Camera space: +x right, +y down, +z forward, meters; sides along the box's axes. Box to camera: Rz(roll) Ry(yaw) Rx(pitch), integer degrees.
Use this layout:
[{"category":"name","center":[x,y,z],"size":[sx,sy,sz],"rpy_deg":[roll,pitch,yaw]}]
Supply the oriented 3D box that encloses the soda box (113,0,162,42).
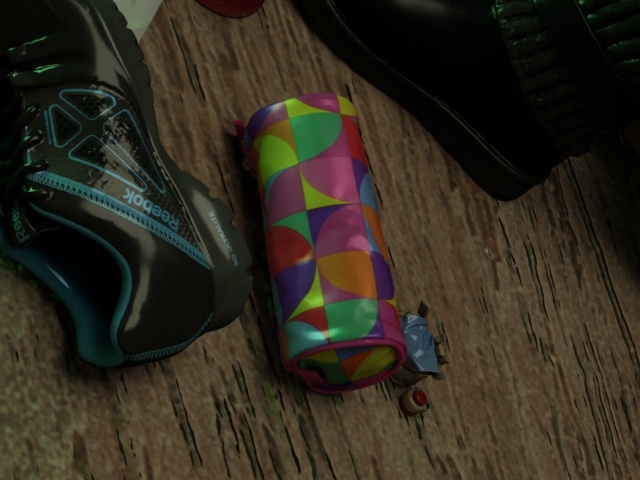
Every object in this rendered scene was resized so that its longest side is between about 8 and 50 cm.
[{"category":"soda box","center":[-0.162,-0.202,1.498],"size":[0.074,0.069,0.216],"rpy_deg":[41,40,-18]}]

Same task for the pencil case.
[{"category":"pencil case","center":[0.000,0.000,1.504],"size":[0.104,0.104,0.236],"rpy_deg":[15,51,-40]}]

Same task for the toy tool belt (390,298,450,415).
[{"category":"toy tool belt","center":[0.078,0.093,1.551],"size":[0.052,0.051,0.083],"rpy_deg":[9,57,-43]}]

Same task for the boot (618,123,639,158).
[{"category":"boot","center":[0.292,-0.182,1.877],"size":[0.283,0.109,0.220],"rpy_deg":[55,10,-89]}]

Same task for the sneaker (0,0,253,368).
[{"category":"sneaker","center":[-0.181,-0.069,1.337],"size":[0.341,0.125,0.139],"rpy_deg":[55,41,2]}]

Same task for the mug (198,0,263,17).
[{"category":"mug","center":[-0.051,-0.287,1.595],"size":[0.150,0.169,0.113],"rpy_deg":[42,41,-18]}]

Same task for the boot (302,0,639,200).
[{"category":"boot","center":[0.169,-0.215,1.701],"size":[0.348,0.260,0.131],"rpy_deg":[41,40,-18]}]
